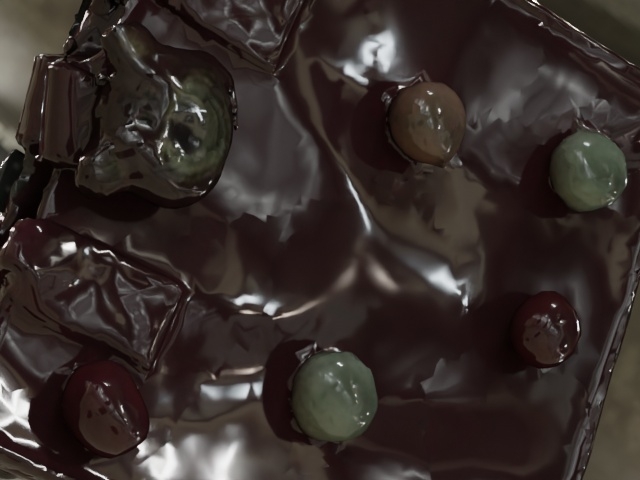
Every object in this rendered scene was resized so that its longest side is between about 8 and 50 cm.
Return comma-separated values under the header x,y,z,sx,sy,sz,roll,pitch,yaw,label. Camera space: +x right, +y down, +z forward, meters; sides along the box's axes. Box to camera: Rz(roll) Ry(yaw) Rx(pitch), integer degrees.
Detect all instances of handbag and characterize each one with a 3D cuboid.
x,y,z,sx,sy,sz,roll,pitch,yaw,label
0.002,0.000,0.568,0.216,0.203,0.074,29,-17,-31,handbag
